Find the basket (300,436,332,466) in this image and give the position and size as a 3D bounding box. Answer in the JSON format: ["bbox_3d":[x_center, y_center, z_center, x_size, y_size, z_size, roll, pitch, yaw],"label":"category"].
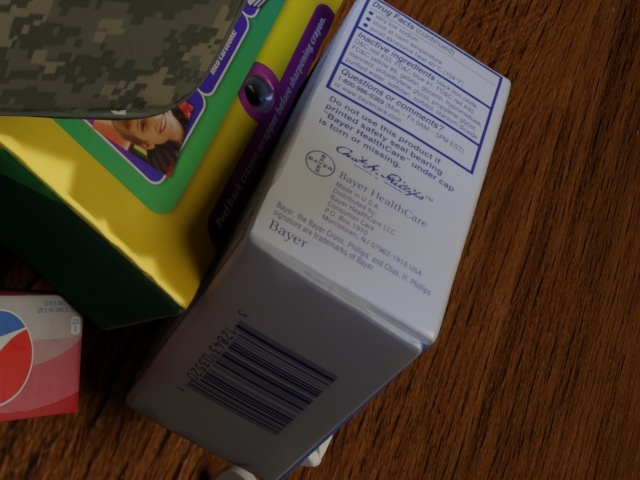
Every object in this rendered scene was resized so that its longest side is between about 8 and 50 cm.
[{"bbox_3d":[-0.053,0.123,1.128,0.113,0.103,0.167,-63,143,-37],"label":"basket"}]

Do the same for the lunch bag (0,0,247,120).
[{"bbox_3d":[-0.194,-0.210,0.585,0.305,0.256,0.212,-5,139,-41],"label":"lunch bag"}]

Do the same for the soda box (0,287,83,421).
[{"bbox_3d":[-0.270,0.075,0.759,0.263,0.084,0.092,3,89,-61],"label":"soda box"}]

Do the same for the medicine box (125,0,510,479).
[{"bbox_3d":[0.000,0.000,0.938,0.149,0.263,0.289,30,49,-8],"label":"medicine box"}]

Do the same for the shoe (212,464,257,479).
[{"bbox_3d":[-0.067,0.289,1.161,0.081,0.064,0.177,-33,126,-57],"label":"shoe"}]

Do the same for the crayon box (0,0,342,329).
[{"bbox_3d":[-0.158,-0.175,0.841,0.313,0.106,0.362,46,51,-29],"label":"crayon box"}]
